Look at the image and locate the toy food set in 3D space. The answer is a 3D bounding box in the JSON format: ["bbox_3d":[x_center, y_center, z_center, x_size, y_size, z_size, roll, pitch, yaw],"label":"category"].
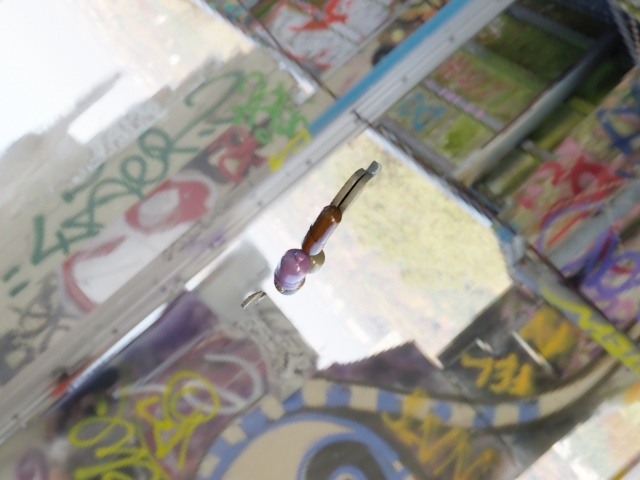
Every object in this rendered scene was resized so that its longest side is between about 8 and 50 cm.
[{"bbox_3d":[0.000,0.000,0.654,0.019,0.122,0.078,41,-173,6],"label":"toy food set"}]
